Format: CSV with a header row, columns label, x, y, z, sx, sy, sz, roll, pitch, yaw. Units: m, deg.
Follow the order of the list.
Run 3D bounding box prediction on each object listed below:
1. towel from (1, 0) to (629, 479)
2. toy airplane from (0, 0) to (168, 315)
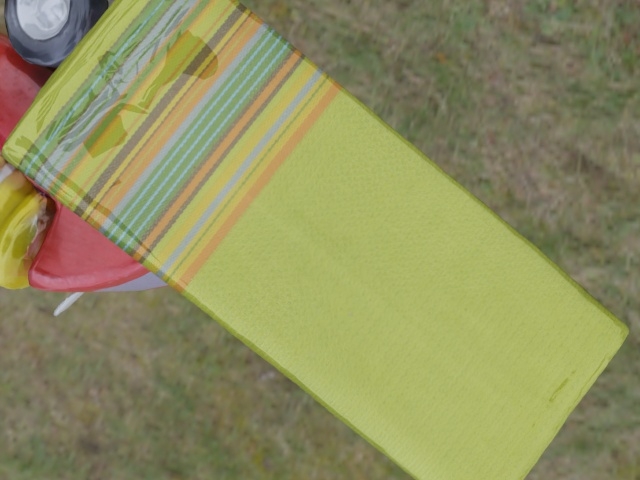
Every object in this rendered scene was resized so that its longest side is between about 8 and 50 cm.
label,x,y,z,sx,sy,sz,roll,pitch,yaw
towel,0.000,0.000,0.604,0.237,0.102,0.021,39,173,-5
toy airplane,-0.249,-0.053,0.937,0.386,0.384,0.272,10,98,-14
